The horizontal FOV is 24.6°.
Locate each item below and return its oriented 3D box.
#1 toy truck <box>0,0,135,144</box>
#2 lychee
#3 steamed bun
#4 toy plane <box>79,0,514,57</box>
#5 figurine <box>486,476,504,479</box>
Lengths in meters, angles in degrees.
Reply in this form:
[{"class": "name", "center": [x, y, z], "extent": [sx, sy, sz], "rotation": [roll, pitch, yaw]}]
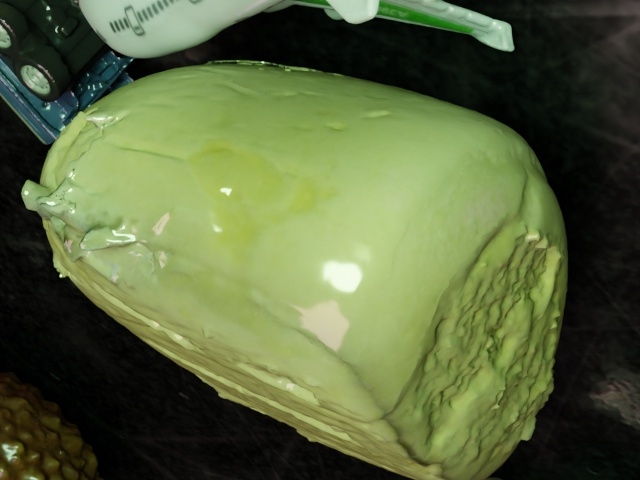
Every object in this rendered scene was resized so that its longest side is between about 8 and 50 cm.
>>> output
[{"class": "toy truck", "center": [-0.172, -0.135, 0.794], "extent": [0.201, 0.074, 0.088], "rotation": [49, 149, -20]}, {"class": "lychee", "center": [-0.278, 0.181, 1.117], "extent": [0.200, 0.200, 0.238], "rotation": [-10, 137, 42]}, {"class": "steamed bun", "center": [0.000, 0.000, 0.722], "extent": [0.232, 0.166, 0.273], "rotation": [22, 166, 30]}, {"class": "toy plane", "center": [-0.037, -0.136, 0.656], "extent": [0.251, 0.101, 0.255], "rotation": [13, 174, -36]}, {"class": "figurine", "center": [0.136, 0.192, 0.900], "extent": [0.196, 0.108, 0.114], "rotation": [8, 120, 39]}]
